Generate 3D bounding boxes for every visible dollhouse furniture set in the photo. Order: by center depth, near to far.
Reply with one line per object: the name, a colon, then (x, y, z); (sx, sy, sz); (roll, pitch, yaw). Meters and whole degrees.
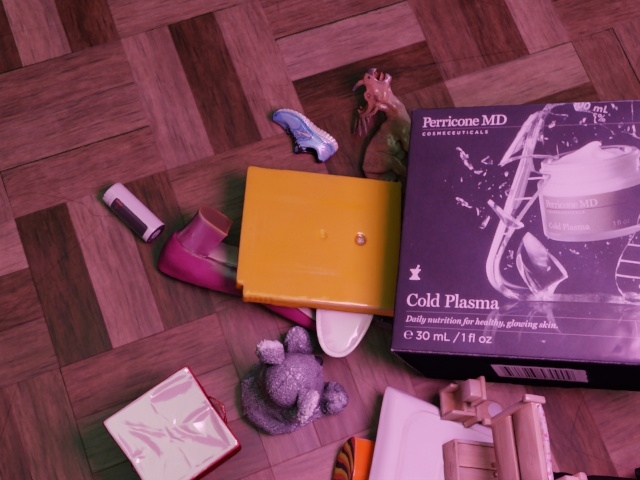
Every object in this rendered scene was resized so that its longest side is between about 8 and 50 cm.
dollhouse furniture set: (0.381, 0.356, 1.558); (0.173, 0.355, 0.303); (11, 58, -21)

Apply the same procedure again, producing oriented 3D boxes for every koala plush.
koala plush: (-0.060, 0.279, 1.703); (0.203, 0.221, 0.196); (-31, 79, -12)

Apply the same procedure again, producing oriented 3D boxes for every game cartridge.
game cartridge: (0.000, 0.000, 1.761); (0.323, 0.053, 0.286); (6, 66, -4)

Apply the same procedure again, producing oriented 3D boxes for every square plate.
square plate: (0.255, 0.483, 1.675); (0.347, 0.049, 0.344); (23, 55, -13)

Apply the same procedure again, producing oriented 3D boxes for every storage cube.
storage cube: (-0.274, 0.370, 1.674); (0.215, 0.193, 0.184); (-33, 80, -12)

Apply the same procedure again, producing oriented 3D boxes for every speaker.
speaker: (-0.394, -0.059, 1.856); (0.136, 0.055, 0.055); (43, 75, 7)

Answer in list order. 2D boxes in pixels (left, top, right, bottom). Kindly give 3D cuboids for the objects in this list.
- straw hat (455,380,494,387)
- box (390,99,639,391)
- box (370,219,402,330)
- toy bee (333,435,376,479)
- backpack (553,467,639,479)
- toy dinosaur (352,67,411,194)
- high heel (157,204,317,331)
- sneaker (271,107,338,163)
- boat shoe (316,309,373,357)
straw hat: (0.323, 0.238, 1.831); (0.144, 0.061, 0.145); (1, 74, -4)
box: (0.409, 0.016, 1.643); (0.479, 0.297, 0.472); (0, 72, 20)
box: (0.193, 0.081, 1.866); (0.182, 0.056, 0.231); (14, 74, 0)
toy bee: (0.046, 0.536, 1.688); (0.195, 0.162, 0.298); (34, 43, -7)
backpack: (0.564, 0.550, 1.661); (0.276, 0.263, 0.213); (-2, 91, -5)
toy dinosaur: (0.140, -0.203, 1.915); (0.200, 0.127, 0.296); (16, 89, 10)
high heel: (-0.154, 0.098, 1.836); (0.377, 0.127, 0.181); (41, 119, -5)
sneaker: (-0.043, -0.228, 1.930); (0.162, 0.063, 0.073); (35, 78, 5)
boat shoe: (0.058, 0.096, 1.810); (0.116, 0.099, 0.320); (8, 66, 1)
